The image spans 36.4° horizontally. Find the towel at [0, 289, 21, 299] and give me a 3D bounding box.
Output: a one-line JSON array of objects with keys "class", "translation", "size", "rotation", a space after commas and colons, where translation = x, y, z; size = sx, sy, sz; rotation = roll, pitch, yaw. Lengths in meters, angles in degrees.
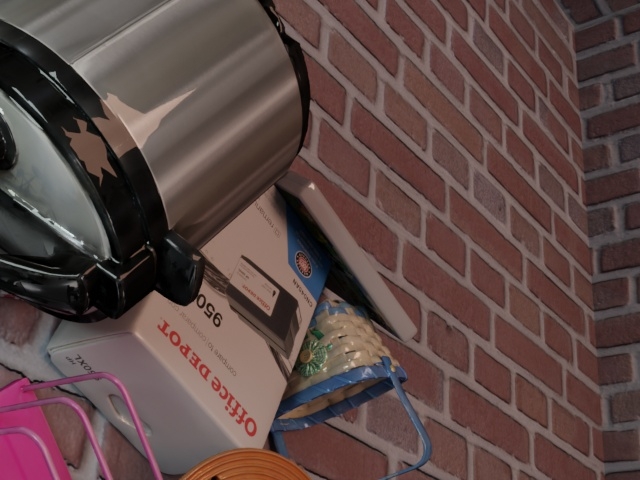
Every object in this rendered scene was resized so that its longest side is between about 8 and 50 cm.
[{"class": "towel", "translation": [-0.400, 0.002, 1.206], "size": [0.197, 0.029, 0.144], "rotation": [19, 59, -52]}]

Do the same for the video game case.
[{"class": "video game case", "translation": [0.000, 0.000, 1.601], "size": [0.036, 0.300, 0.329], "rotation": [-41, 119, -10]}]

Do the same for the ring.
[{"class": "ring", "translation": [-0.100, 0.434, 1.232], "size": [0.337, 0.032, 0.336], "rotation": [10, 75, -42]}]

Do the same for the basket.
[{"class": "basket", "translation": [0.016, 0.260, 1.522], "size": [0.201, 0.255, 0.288], "rotation": [8, 52, -61]}]

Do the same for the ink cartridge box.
[{"class": "ink cartridge box", "translation": [-0.165, 0.090, 1.386], "size": [0.285, 0.166, 0.394], "rotation": [54, 38, -30]}]

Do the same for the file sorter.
[{"class": "file sorter", "translation": [-0.333, 0.287, 1.042], "size": [0.291, 0.182, 0.202], "rotation": [-33, 104, -56]}]

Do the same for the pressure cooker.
[{"class": "pressure cooker", "translation": [-0.264, -0.120, 1.080], "size": [0.420, 0.370, 0.375], "rotation": [-46, 122, -38]}]
